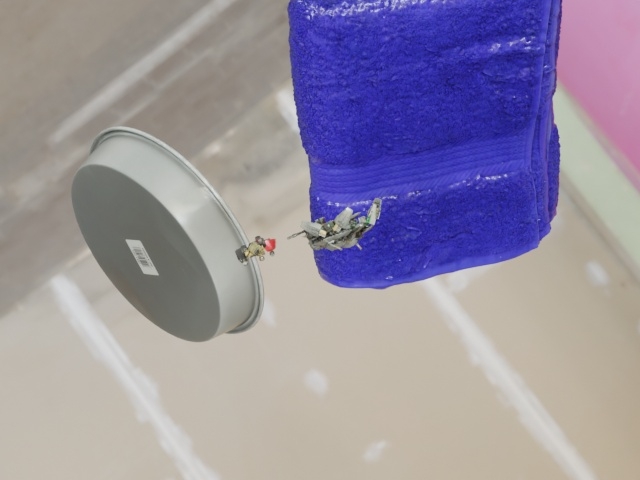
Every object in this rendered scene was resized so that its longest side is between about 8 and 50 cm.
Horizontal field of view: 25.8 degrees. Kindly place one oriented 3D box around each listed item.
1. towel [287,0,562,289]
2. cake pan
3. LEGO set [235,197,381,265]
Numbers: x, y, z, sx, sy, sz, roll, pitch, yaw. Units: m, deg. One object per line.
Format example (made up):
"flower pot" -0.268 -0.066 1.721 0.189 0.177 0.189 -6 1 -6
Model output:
"towel" 0.096 -0.093 1.138 0.227 0.076 0.308 -16 134 -9
"cake pan" -0.189 0.004 1.644 0.054 0.293 0.293 -40 173 -30
"LEGO set" -0.002 0.001 0.720 0.083 0.023 0.054 -21 175 -7
